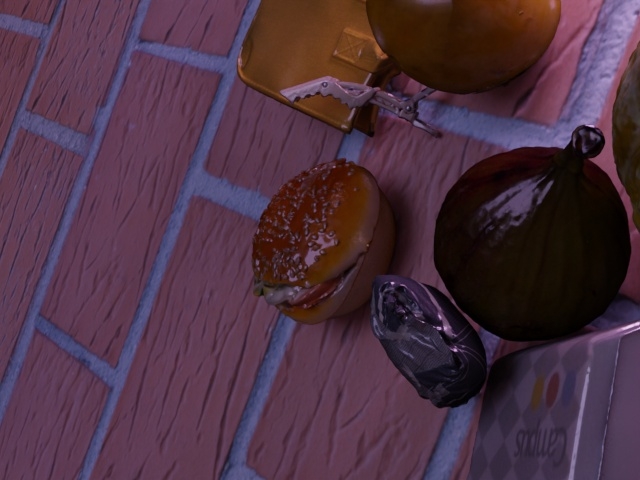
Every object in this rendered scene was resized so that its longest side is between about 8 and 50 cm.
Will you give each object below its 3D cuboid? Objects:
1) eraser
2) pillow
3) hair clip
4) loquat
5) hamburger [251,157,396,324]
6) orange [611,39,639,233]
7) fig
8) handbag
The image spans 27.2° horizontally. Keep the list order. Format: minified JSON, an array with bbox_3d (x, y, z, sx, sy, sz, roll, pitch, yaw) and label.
[{"bbox_3d":[0.240,0.180,1.276,0.397,0.082,0.213,134,149,-78],"label":"eraser"},{"bbox_3d":[0.121,0.111,1.476,0.092,0.335,0.161,-39,80,2],"label":"pillow"},{"bbox_3d":[0.055,-0.197,1.767,0.226,0.034,0.072,14,102,14],"label":"hair clip"},{"bbox_3d":[0.176,-0.290,1.606,0.235,0.235,0.235,-26,55,44],"label":"loquat"},{"bbox_3d":[0.003,-0.001,1.770,0.237,0.147,0.237,-26,53,41],"label":"hamburger"},{"bbox_3d":[0.396,-0.100,1.251,0.271,0.210,0.368,-37,50,34],"label":"orange"},{"bbox_3d":[0.243,-0.031,1.355,0.321,0.217,0.217,112,159,-62],"label":"fig"},{"bbox_3d":[0.061,-0.362,1.880,0.283,0.133,0.401,33,102,48],"label":"handbag"}]
